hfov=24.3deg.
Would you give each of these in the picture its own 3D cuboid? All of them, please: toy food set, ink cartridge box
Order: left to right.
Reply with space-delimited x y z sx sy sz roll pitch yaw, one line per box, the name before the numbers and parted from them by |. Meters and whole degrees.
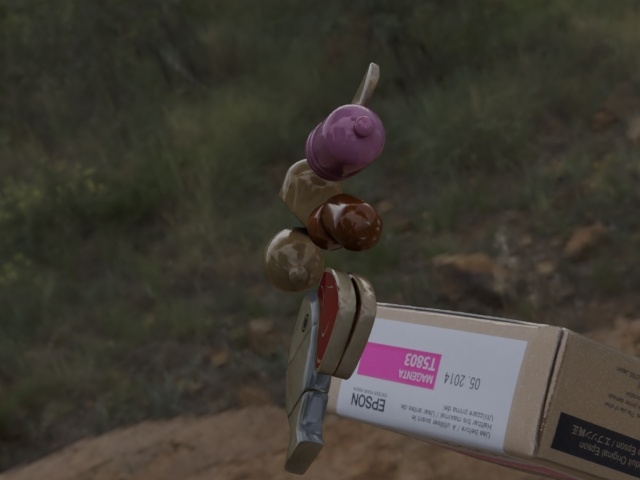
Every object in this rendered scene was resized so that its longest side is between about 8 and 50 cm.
toy food set | 0.000 0.000 0.443 0.019 0.078 0.122 16 39 -13
ink cartridge box | 0.140 0.114 1.031 0.234 0.193 0.088 5 77 55
